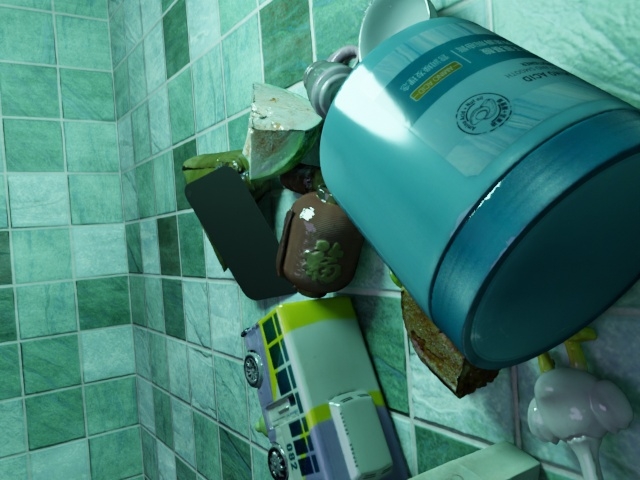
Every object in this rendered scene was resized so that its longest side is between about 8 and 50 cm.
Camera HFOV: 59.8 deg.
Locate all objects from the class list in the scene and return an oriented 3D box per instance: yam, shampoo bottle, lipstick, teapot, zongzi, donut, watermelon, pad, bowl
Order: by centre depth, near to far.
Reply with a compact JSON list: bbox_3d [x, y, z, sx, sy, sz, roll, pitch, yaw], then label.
[{"bbox_3d":[0.212,-0.072,0.721,0.343,0.331,0.331,53,134,41],"label":"shampoo bottle"},{"bbox_3d":[0.170,0.382,0.796,0.076,0.371,0.080,23,113,52],"label":"lipstick"},{"bbox_3d":[0.215,0.141,0.924,0.186,0.126,0.144,46,137,48],"label":"donut"},{"bbox_3d":[0.157,-0.354,0.983,0.189,0.086,0.189,12,105,57],"label":"bowl"},{"bbox_3d":[0.022,-0.338,1.165,0.146,0.116,0.148,-124,39,-51],"label":"teapot"},{"bbox_3d":[-0.108,-0.263,1.285,0.224,0.180,0.305,-33,32,13],"label":"watermelon"},{"bbox_3d":[-0.031,-0.142,1.296,0.141,0.079,0.079,23,112,56],"label":"yam"},{"bbox_3d":[-0.170,-0.026,1.452,0.314,0.063,0.376,-14,110,45],"label":"pad"},{"bbox_3d":[-0.237,-0.068,1.551,0.323,0.159,0.361,8,110,54],"label":"zongzi"}]

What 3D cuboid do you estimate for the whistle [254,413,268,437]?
[{"bbox_3d":[-0.101,0.441,1.454,0.085,0.105,0.228,-91,18,-58],"label":"whistle"}]

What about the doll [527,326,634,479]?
[{"bbox_3d":[0.370,0.306,0.742,0.160,0.094,0.365,-39,62,48],"label":"doll"}]

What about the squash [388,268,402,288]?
[{"bbox_3d":[0.157,-0.006,1.042,0.066,0.066,0.201,-2,92,56],"label":"squash"}]

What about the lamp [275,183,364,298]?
[{"bbox_3d":[0.000,0.000,1.175,0.180,0.180,0.258,39,126,47],"label":"lamp"}]

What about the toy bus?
[{"bbox_3d":[0.008,0.357,1.182,0.249,0.209,0.440,-42,58,48],"label":"toy bus"}]
